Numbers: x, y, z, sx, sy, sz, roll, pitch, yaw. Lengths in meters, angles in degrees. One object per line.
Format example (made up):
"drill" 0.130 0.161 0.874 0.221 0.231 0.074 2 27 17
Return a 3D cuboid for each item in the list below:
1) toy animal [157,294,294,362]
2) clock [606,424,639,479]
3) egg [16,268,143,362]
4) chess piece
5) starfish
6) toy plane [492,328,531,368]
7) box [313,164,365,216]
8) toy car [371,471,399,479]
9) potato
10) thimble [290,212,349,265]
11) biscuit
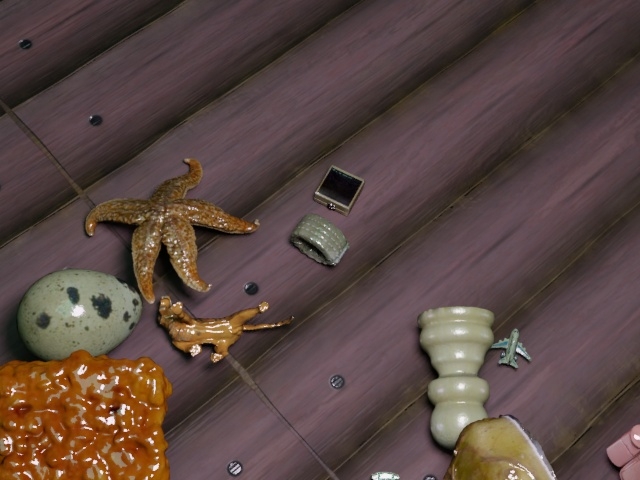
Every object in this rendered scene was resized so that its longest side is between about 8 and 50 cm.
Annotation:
"toy animal" -0.177 0.165 1.940 0.255 0.116 0.114 2 90 -9
"clock" 0.671 0.402 1.868 0.241 0.142 0.227 -24 68 -26
"egg" -0.433 0.136 1.879 0.228 0.177 0.177 -10 65 -21
"chess piece" 0.251 0.260 1.905 0.144 0.144 0.251 2 70 -3
"starfish" -0.299 -0.033 1.997 0.327 0.094 0.375 14 48 13
"toy plane" 0.366 0.207 1.987 0.080 0.033 0.083 17 57 5
"box" 0.037 -0.100 2.109 0.079 0.035 0.083 25 64 8
"toy car" 0.116 0.471 1.836 0.059 0.035 0.122 1 72 -4
"potato" 0.275 0.455 1.718 0.196 0.246 0.299 -12 87 -20
"thimble" 0.000 0.000 2.031 0.110 0.084 0.062 37 68 -1
"biscuit" -0.406 0.343 1.737 0.318 0.110 0.312 -2 68 -7
